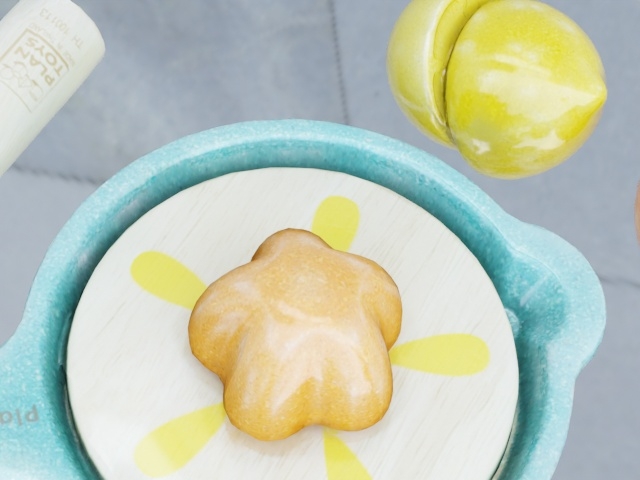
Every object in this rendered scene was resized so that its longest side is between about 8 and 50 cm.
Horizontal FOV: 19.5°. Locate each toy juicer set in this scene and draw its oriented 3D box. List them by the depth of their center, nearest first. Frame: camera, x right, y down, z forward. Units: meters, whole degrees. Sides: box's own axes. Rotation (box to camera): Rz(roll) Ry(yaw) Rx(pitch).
[{"bbox_3d":[0.000,0.000,0.477,0.329,0.209,0.089,12,150,2],"label":"toy juicer set"}]
